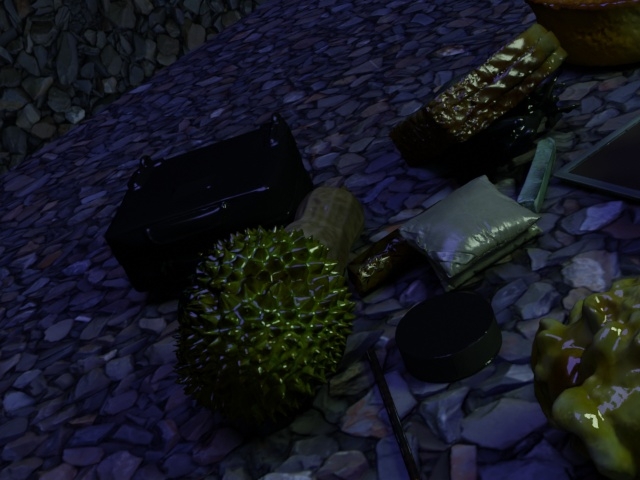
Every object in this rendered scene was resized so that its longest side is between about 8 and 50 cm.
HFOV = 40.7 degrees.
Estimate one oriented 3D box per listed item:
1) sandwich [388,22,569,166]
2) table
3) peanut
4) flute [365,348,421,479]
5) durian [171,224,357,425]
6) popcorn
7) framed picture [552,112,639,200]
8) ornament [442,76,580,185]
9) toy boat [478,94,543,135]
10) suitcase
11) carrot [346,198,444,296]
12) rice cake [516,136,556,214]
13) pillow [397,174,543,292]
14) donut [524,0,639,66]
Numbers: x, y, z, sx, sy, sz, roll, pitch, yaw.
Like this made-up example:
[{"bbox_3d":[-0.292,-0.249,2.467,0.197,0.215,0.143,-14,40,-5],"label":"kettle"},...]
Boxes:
[{"bbox_3d":[0.271,-0.255,1.508,0.271,0.099,0.301,-41,3,-8],"label":"sandwich"},{"bbox_3d":[0.165,0.124,1.119,0.134,0.043,0.133,-18,28,10],"label":"table"},{"bbox_3d":[0.000,0.000,1.383,0.120,0.136,0.298,26,35,4],"label":"peanut"},{"bbox_3d":[0.087,0.209,1.061,0.014,0.014,0.269,-22,27,2],"label":"flute"},{"bbox_3d":[-0.073,0.108,1.134,0.225,0.291,0.291,21,35,-1],"label":"durian"},{"bbox_3d":[0.306,0.138,0.838,0.217,0.181,0.235,-32,21,-13],"label":"popcorn"},{"bbox_3d":[0.536,-0.121,1.300,0.231,0.018,0.293,-33,29,-19],"label":"framed picture"},{"bbox_3d":[0.342,-0.193,1.495,0.236,0.080,0.202,-40,3,-38],"label":"ornament"},{"bbox_3d":[0.352,-0.224,1.589,0.140,0.059,0.066,-29,-1,-4],"label":"toy boat"},{"bbox_3d":[-0.194,-0.060,1.570,0.345,0.188,0.339,-15,27,12],"label":"suitcase"},{"bbox_3d":[0.137,0.006,1.332,0.229,0.069,0.069,-33,29,-16],"label":"carrot"},{"bbox_3d":[0.346,-0.100,1.379,0.034,0.043,0.211,4,35,23],"label":"rice cake"},{"bbox_3d":[0.221,-0.018,1.266,0.181,0.077,0.134,-30,51,-15],"label":"pillow"},{"bbox_3d":[0.649,-0.470,1.688,0.435,0.163,0.377,-27,29,-11],"label":"donut"}]
